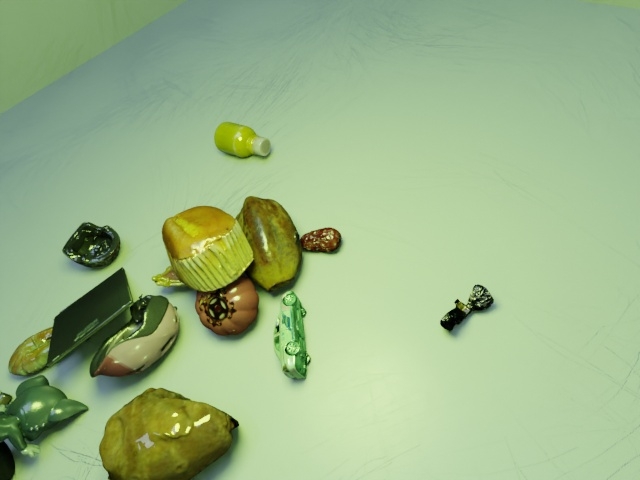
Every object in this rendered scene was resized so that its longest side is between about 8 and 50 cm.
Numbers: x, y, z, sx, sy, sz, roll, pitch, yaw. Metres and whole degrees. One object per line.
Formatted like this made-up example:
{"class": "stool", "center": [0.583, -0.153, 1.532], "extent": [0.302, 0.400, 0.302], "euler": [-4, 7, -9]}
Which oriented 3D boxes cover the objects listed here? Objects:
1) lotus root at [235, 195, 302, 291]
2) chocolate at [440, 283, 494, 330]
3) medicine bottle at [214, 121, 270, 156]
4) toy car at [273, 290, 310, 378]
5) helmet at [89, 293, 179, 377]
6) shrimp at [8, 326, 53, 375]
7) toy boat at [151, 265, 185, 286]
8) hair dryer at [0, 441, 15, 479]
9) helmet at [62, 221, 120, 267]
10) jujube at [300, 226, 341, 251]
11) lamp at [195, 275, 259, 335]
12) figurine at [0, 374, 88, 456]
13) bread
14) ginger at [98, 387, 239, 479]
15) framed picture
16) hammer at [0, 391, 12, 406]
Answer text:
{"class": "lotus root", "center": [-0.150, 0.011, 1.181], "extent": [0.193, 0.193, 0.290], "euler": [-21, 58, 0]}
{"class": "chocolate", "center": [0.350, 0.167, 0.985], "extent": [0.147, 0.072, 0.070], "euler": [-25, 48, -11]}
{"class": "medicine bottle", "center": [-0.292, -0.378, 1.540], "extent": [0.213, 0.121, 0.121], "euler": [21, 62, 27]}
{"class": "toy car", "center": [-0.078, 0.240, 1.037], "extent": [0.076, 0.090, 0.224], "euler": [-17, 51, 11]}
{"class": "helmet", "center": [-0.485, 0.270, 1.092], "extent": [0.198, 0.154, 0.253], "euler": [-11, 51, 55]}
{"class": "shrimp", "center": [-0.804, 0.308, 1.212], "extent": [0.267, 0.061, 0.145], "euler": [-28, 42, -3]}
{"class": "toy boat", "center": [-0.363, 0.052, 1.255], "extent": [0.318, 0.099, 0.141], "euler": [-38, 50, -17]}
{"class": "hair dryer", "center": [-0.941, 0.530, 1.007], "extent": [0.244, 0.116, 0.302], "euler": [-24, 52, -22]}
{"class": "helmet", "center": [-0.773, 0.030, 1.383], "extent": [0.177, 0.107, 0.153], "euler": [16, 55, 3]}
{"class": "jujube", "center": [0.000, 0.000, 1.209], "extent": [0.129, 0.077, 0.077], "euler": [-7, 52, 24]}
{"class": "lamp", "center": [-0.253, 0.170, 1.106], "extent": [0.182, 0.140, 0.181], "euler": [0, 91, 15]}
{"class": "figurine", "center": [-0.767, 0.432, 0.998], "extent": [0.193, 0.265, 0.140], "euler": [20, 82, 25]}
{"class": "bread", "center": [-0.321, 0.006, 1.077], "extent": [0.204, 0.156, 0.288], "euler": [-36, 34, -20]}
{"class": "ginger", "center": [-0.341, 0.447, 0.883], "extent": [0.270, 0.200, 0.223], "euler": [12, 57, 24]}
{"class": "framed picture", "center": [-0.680, 0.207, 1.189], "extent": [0.255, 0.014, 0.339], "euler": [-40, 29, -16]}
{"class": "hammer", "center": [-0.977, 0.612, 1.039], "extent": [0.169, 0.044, 0.439], "euler": [9, 57, 22]}
